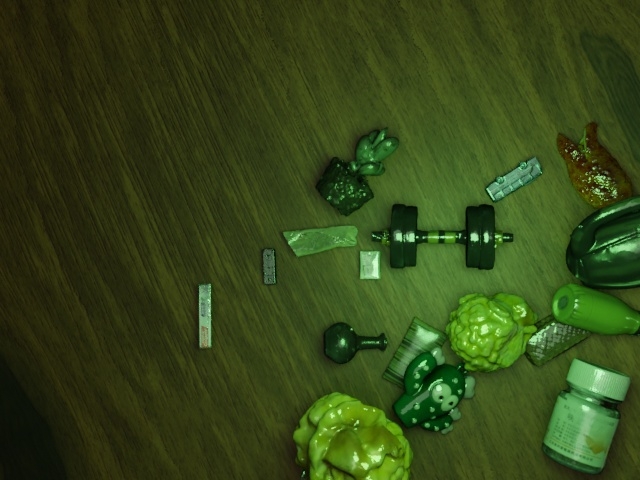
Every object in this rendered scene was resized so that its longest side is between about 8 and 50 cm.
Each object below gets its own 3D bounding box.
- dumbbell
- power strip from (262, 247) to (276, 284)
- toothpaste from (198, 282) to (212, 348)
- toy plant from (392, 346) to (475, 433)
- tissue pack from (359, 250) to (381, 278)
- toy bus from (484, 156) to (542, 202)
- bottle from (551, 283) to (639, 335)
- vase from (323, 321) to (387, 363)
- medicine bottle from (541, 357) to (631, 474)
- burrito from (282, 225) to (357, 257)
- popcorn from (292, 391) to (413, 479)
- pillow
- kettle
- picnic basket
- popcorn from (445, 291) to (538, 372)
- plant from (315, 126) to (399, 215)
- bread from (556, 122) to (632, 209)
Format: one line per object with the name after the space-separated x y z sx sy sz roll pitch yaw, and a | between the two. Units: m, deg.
0.337 -0.010 1.832 0.388 0.185 0.185 1 88 9 | dumbbell
-0.153 0.080 1.988 0.038 0.029 0.111 -3 85 10 | power strip
-0.352 0.229 2.012 0.040 0.047 0.196 -1 88 -5 | toothpaste
0.320 0.426 1.841 0.233 0.112 0.243 27 96 -22 | toy plant
0.146 0.073 1.930 0.062 0.042 0.083 -1 88 8 | tissue pack
0.549 -0.173 1.868 0.166 0.047 0.065 -32 88 9 | toy bus
0.753 0.195 1.757 0.260 0.112 0.112 16 91 -16 | bottle
0.102 0.297 1.903 0.183 0.120 0.120 1 88 -6 | vase
0.710 0.467 1.758 0.165 0.165 0.273 18 92 10 | medicine bottle
0.000 0.000 1.948 0.226 0.060 0.087 -8 81 10 | burrito
0.065 0.605 1.771 0.349 0.349 0.381 33 57 9 | popcorn
0.274 0.334 1.902 0.113 0.038 0.203 30 92 10 | pillow
0.797 -0.001 1.699 0.324 0.321 0.228 -20 51 14 | kettle
0.653 0.267 1.832 0.193 0.055 0.110 -33 83 5 | picnic basket
0.456 0.238 1.789 0.212 0.259 0.259 27 93 43 | popcorn
0.118 -0.203 1.892 0.274 0.149 0.146 -49 44 1 | plant
0.755 -0.198 1.811 0.139 0.095 0.268 -23 80 1 | bread
